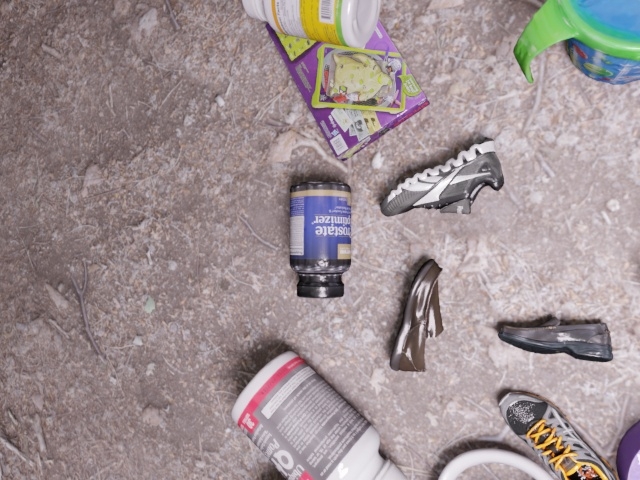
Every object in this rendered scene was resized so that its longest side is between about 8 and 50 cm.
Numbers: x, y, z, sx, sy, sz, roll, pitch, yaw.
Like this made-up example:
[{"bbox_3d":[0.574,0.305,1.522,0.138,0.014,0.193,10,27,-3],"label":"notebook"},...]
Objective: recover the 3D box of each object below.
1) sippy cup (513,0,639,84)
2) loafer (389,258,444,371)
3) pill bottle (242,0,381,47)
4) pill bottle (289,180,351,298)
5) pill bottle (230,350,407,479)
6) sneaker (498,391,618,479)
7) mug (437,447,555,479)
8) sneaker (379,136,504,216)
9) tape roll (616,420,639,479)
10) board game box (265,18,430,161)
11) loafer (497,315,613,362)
[{"bbox_3d":[0.454,-0.339,0.634,0.305,0.224,0.240,13,93,23],"label":"sippy cup"},{"bbox_3d":[0.191,0.142,0.821,0.078,0.080,0.220,16,100,13],"label":"loafer"},{"bbox_3d":[-0.022,-0.455,0.841,0.245,0.136,0.136,21,97,22],"label":"pill bottle"},{"bbox_3d":[0.000,0.000,0.875,0.122,0.123,0.219,-1,89,23],"label":"pill bottle"},{"bbox_3d":[-0.002,0.376,0.836,0.318,0.176,0.176,39,103,20],"label":"pill bottle"},{"bbox_3d":[0.387,0.335,0.721,0.215,0.083,0.084,40,105,20],"label":"sneaker"},{"bbox_3d":[0.282,0.523,0.681,0.328,0.276,0.374,-12,59,33],"label":"mug"},{"bbox_3d":[0.221,-0.084,0.806,0.234,0.078,0.106,-27,76,18],"label":"sneaker"},{"bbox_3d":[0.551,0.357,0.651,0.188,0.080,0.189,-1,88,24],"label":"tape roll"},{"bbox_3d":[0.046,-0.362,0.908,0.208,0.056,0.347,-32,77,24],"label":"board game box"},{"bbox_3d":[0.388,0.158,0.745,0.170,0.062,0.061,6,69,20],"label":"loafer"}]
